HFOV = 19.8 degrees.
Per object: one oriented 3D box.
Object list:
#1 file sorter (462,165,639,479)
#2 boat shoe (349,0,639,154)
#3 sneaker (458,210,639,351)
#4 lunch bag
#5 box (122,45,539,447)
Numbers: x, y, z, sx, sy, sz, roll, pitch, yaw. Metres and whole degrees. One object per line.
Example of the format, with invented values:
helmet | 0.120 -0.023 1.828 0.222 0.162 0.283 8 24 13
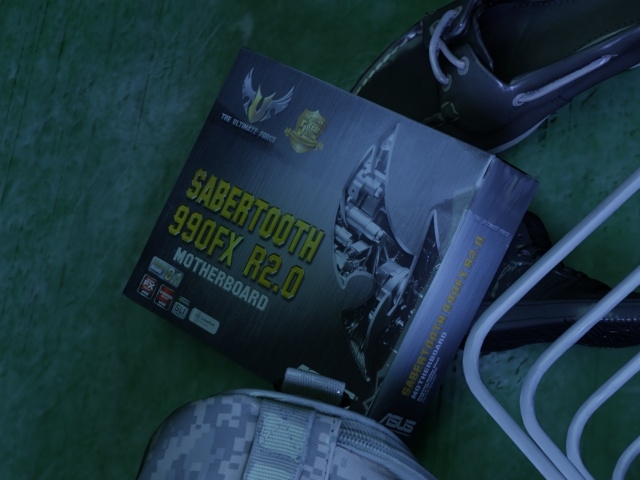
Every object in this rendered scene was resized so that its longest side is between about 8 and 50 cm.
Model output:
file sorter | 0.221 0.099 0.863 0.173 0.277 0.193 -44 52 4
boat shoe | 0.150 -0.142 1.151 0.335 0.095 0.112 -20 55 16
sneaker | 0.127 0.018 1.097 0.170 0.051 0.089 -6 64 29
lunch bag | -0.041 0.242 0.900 0.212 0.256 0.305 13 66 12
box | 0.000 0.000 1.133 0.231 0.056 0.183 28 93 41
